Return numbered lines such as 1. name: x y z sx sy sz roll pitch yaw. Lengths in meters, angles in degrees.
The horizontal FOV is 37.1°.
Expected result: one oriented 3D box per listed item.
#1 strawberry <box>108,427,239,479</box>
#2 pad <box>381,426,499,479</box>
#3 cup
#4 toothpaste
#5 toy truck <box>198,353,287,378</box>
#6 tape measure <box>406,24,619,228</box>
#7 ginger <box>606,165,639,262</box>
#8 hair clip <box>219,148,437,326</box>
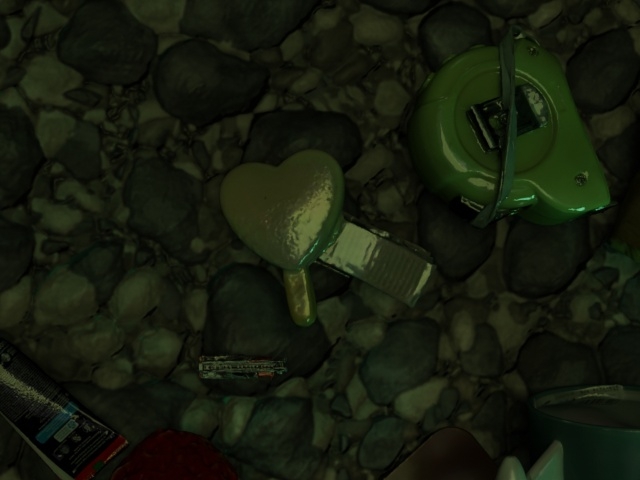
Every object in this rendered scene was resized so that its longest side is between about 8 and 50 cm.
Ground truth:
1. strawberry: -0.139 0.287 0.827 0.205 0.205 0.244 9 62 -6
2. pad: 0.149 0.328 0.918 0.181 0.004 0.267 -39 90 -16
3. cup: 0.273 0.233 0.876 0.300 0.167 0.173 -5 94 -32
4. toothpaste: -0.270 0.148 0.878 0.193 0.045 0.071 45 90 -7
5. toy truck: -0.074 0.120 0.907 0.083 0.032 0.024 2 80 -8
6. tape measure: 0.174 -0.103 0.918 0.175 0.106 0.200 -15 85 -11
7. ginger: 0.373 -0.084 0.940 0.116 0.109 0.263 25 83 -21
8. hair clip: -0.001 0.003 0.913 0.218 0.071 0.159 27 85 0
